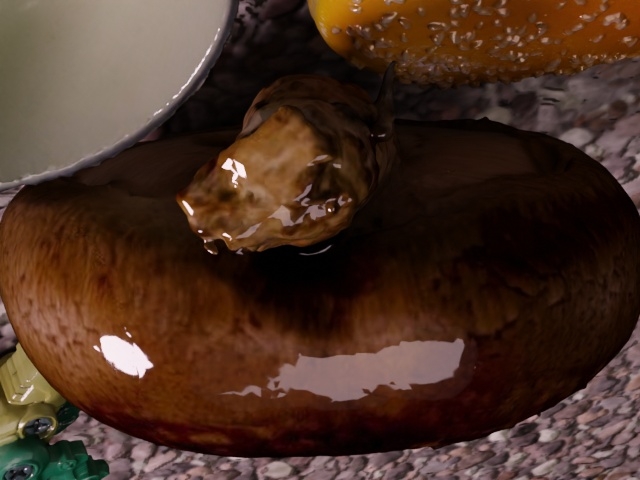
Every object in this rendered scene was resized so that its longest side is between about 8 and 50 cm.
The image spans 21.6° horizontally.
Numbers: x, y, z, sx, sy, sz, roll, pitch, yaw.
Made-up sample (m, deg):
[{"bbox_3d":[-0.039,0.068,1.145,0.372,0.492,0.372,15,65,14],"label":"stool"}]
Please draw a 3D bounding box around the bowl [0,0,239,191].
[{"bbox_3d":[-0.143,-0.119,0.646,0.211,0.112,0.211,-10,144,-8],"label":"bowl"}]

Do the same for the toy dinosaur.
[{"bbox_3d":[-0.185,0.106,0.974,0.259,0.094,0.153,-35,146,11],"label":"toy dinosaur"}]

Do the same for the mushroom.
[{"bbox_3d":[0.000,0.014,0.770,0.297,0.163,0.278,-2,178,5],"label":"mushroom"}]

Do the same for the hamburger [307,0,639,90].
[{"bbox_3d":[0.094,-0.135,0.721,0.210,0.116,0.173,-14,146,3],"label":"hamburger"}]
